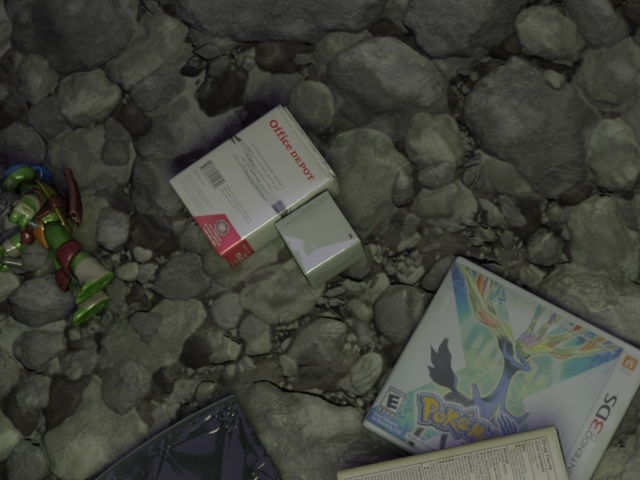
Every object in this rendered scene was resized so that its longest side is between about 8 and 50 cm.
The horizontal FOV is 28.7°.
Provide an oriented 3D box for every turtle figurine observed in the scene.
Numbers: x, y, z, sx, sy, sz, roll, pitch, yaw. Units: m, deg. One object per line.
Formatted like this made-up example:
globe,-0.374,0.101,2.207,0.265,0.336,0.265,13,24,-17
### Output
turtle figurine,-0.461,0.015,1.934,0.266,0.274,0.198,47,119,13

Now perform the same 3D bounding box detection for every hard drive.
hard drive,-0.196,0.364,1.864,0.254,0.054,0.172,-32,72,-2

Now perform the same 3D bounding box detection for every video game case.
video game case,0.275,0.224,1.846,0.329,0.036,0.300,28,79,15

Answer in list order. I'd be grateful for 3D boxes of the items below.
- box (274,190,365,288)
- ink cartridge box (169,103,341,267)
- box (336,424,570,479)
box,0.000,0.000,1.923,0.101,0.087,0.102,-32,72,-2
ink cartridge box,-0.100,-0.086,1.961,0.218,0.092,0.159,-35,72,-1
box,0.191,0.364,1.734,0.311,0.121,0.148,-11,72,4
